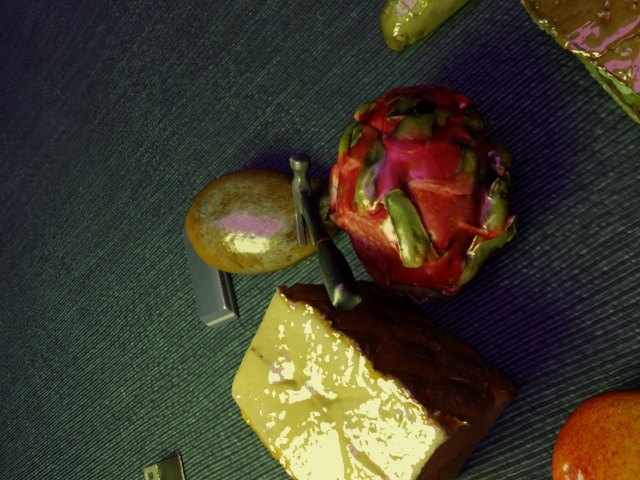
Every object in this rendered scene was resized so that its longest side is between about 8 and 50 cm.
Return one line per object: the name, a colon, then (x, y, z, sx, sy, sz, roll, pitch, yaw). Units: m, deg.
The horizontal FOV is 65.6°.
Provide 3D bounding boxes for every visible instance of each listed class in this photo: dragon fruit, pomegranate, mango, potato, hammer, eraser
dragon fruit: (0.135, -0.058, 0.680, 0.231, 0.236, 0.303, -179, 77, -78)
pomegranate: (0.357, 0.247, 0.478, 0.257, 0.220, 0.221, 112, 141, -66)
mango: (-0.096, -0.038, 0.892, 0.316, 0.146, 0.193, -8, 79, 16)
potato: (0.169, -0.382, 0.776, 0.188, 0.085, 0.105, -43, 85, 27)
hammer: (0.000, 0.000, 0.686, 0.290, 0.037, 0.137, -112, 15, -54)
eraser: (-0.231, 0.065, 1.030, 0.081, 0.036, 0.225, -26, 71, 30)

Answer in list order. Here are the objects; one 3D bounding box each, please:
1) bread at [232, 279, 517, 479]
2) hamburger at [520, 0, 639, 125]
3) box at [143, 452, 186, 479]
bread: (0.068, 0.203, 0.668, 0.279, 0.279, 0.207, 36, 107, 30)
hamburger: (0.396, -0.273, 0.577, 0.211, 0.132, 0.309, -43, 62, 26)
box: (-0.324, 0.497, 1.033, 0.060, 0.063, 0.085, -28, 70, 28)
